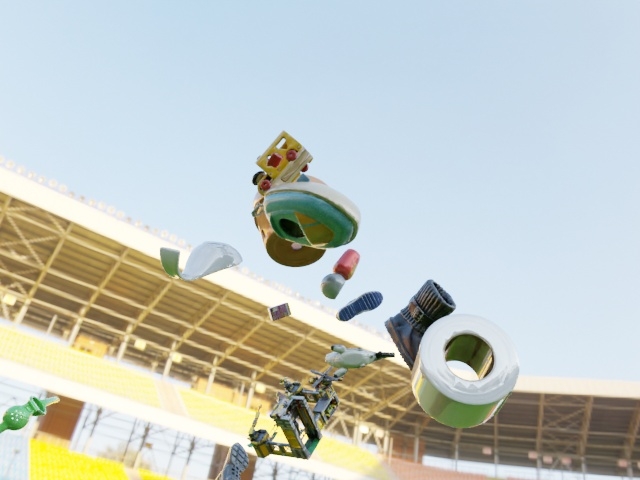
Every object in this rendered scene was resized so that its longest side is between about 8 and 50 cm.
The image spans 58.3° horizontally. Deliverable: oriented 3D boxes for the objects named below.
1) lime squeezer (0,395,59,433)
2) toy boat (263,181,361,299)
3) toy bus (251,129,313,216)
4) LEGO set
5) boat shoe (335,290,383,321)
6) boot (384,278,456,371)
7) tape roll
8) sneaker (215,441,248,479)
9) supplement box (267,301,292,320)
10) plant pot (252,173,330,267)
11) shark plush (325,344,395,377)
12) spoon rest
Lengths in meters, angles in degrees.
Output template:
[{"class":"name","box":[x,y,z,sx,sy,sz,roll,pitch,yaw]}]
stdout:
[{"class":"lime squeezer","box":[-0.700,0.420,1.355,0.059,0.310,0.109,34,-72,8]},{"class":"toy boat","box":[0.000,0.000,1.406,0.268,0.148,0.318,4,-42,41]},{"class":"toy bus","box":[-0.118,-0.186,1.483,0.104,0.202,0.190,43,-43,23]},{"class":"LEGO set","box":[-0.094,0.513,1.789,0.255,0.331,0.192,-1,-60,42]},{"class":"boat shoe","box":[0.130,0.224,1.984,0.183,0.066,0.066,-22,-1,-20]},{"class":"boot","box":[0.397,0.329,2.048,0.260,0.348,0.131,-43,-39,16]},{"class":"tape roll","box":[0.363,0.331,1.462,0.246,0.246,0.169,7,-37,6]},{"class":"sneaker","box":[-0.343,0.864,2.132,0.106,0.267,0.101,-31,-70,16]},{"class":"supplement box","box":[-0.166,0.289,2.337,0.083,0.054,0.043,-16,1,-18]},{"class":"plant pot","box":[-0.083,-0.047,1.910,0.291,0.203,0.290,-2,-44,-2]},{"class":"shark plush","box":[0.088,0.262,1.324,0.161,0.073,0.067,-18,-9,6]},{"class":"spoon rest","box":[-0.300,0.051,1.434,0.137,0.084,0.276,11,6,22]}]
